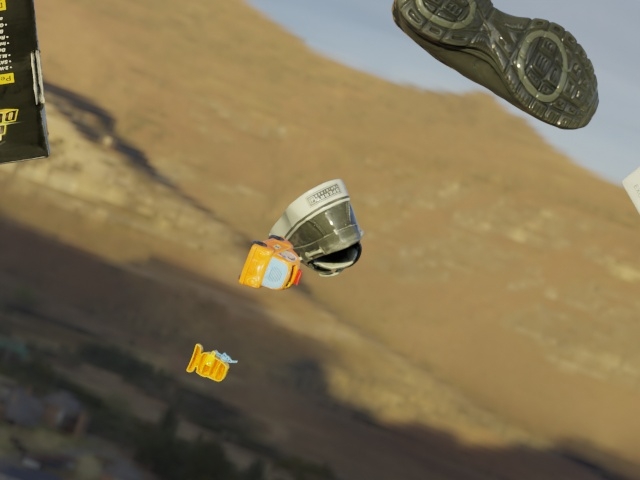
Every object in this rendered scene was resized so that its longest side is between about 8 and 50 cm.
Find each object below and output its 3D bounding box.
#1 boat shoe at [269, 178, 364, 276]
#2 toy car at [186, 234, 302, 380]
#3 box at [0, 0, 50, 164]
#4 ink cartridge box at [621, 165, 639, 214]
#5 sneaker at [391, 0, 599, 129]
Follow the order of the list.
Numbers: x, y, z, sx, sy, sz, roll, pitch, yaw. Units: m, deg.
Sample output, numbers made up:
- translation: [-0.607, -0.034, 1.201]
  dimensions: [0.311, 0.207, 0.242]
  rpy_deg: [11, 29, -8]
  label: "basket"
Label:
- translation: [0.000, 0.000, 1.662]
  dimensions: [0.070, 0.078, 0.219]
  rpy_deg: [63, -6, 6]
  label: "boat shoe"
- translation: [-0.050, 0.054, 1.310]
  dimensions: [0.040, 0.122, 0.060]
  rpy_deg: [26, -1, 18]
  label: "toy car"
- translation: [-0.345, -0.151, 1.112]
  dimensions: [0.322, 0.257, 0.079]
  rpy_deg: [-10, 43, -12]
  label: "box"
- translation: [0.359, -0.011, 1.284]
  dimensions: [0.045, 0.224, 0.223]
  rpy_deg: [-5, 63, -47]
  label: "ink cartridge box"
- translation: [0.209, -0.230, 2.091]
  dimensions: [0.286, 0.109, 0.130]
  rpy_deg: [36, -10, -7]
  label: "sneaker"
